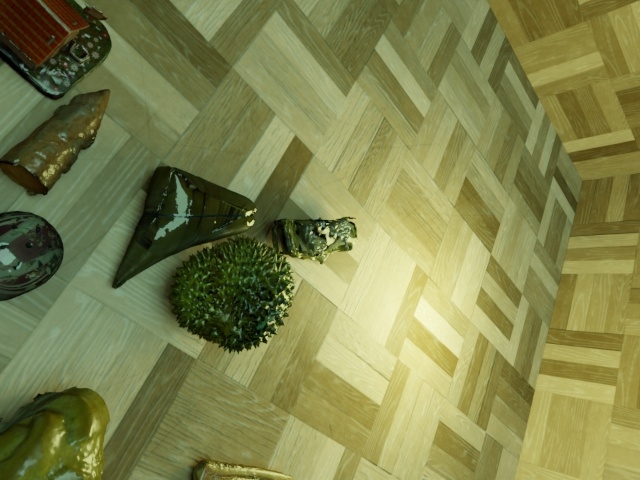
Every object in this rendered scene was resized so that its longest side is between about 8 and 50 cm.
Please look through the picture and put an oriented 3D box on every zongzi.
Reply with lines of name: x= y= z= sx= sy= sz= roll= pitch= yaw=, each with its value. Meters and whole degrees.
zongzi: x=-0.296 y=0.001 z=1.043 sx=0.260 sy=0.123 sz=0.289 roll=23 pitch=83 yaw=-41

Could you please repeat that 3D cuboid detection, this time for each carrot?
carrot: x=-0.495 y=-0.210 z=0.894 sx=0.102 sy=0.101 sz=0.263 roll=44 pitch=59 yaw=-30

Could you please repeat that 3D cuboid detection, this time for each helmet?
helmet: x=-0.549 y=0.022 z=0.820 sx=0.177 sy=0.107 sz=0.153 roll=-40 pitch=109 yaw=-35

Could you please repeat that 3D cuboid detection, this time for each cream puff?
cream puff: x=-0.473 y=0.419 z=0.749 sx=0.323 sy=0.274 sz=0.270 roll=-35 pitch=99 yaw=-34

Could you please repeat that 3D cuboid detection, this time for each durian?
durian: x=-0.184 y=0.127 z=1.038 sx=0.291 sy=0.224 sz=0.291 roll=-26 pitch=139 yaw=-25

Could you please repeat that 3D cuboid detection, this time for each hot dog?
hot dog: x=-0.184 y=0.592 z=1.120 sx=0.288 sy=0.068 sz=0.083 roll=30 pitch=45 yaw=-31

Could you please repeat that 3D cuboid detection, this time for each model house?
model house: x=-0.529 y=-0.447 z=0.842 sx=0.294 sy=0.154 sz=0.207 roll=48 pitch=60 yaw=-27

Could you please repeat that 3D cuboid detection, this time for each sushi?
sushi: x=-0.005 y=0.001 z=1.283 sx=0.290 sy=0.131 sz=0.139 roll=-3 pitch=87 yaw=-49
